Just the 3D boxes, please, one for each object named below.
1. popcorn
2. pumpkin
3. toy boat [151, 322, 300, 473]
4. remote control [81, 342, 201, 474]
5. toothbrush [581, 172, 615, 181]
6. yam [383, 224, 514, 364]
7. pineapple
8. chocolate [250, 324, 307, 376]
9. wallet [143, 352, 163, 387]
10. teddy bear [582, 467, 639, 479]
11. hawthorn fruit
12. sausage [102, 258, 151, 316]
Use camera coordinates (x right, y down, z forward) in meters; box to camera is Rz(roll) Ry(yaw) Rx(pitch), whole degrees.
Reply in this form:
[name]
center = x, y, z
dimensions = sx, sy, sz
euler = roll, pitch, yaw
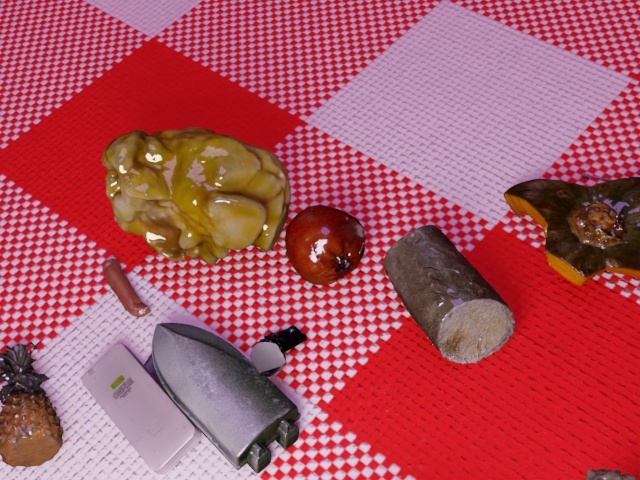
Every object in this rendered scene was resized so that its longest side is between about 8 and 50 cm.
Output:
[popcorn]
center = -0.224, -0.103, 1.787
dimensions = 0.334, 0.292, 0.293
euler = -4, 46, -1
[pumpkin]
center = 0.495, -0.019, 1.727
dimensions = 0.290, 0.095, 0.258
euler = -2, 47, 3
[toy boat]
center = -0.177, 0.245, 1.608
dimensions = 0.141, 0.092, 0.319
euler = -37, 64, -26
[remote control]
center = -0.311, 0.285, 1.636
dimensions = 0.103, 0.034, 0.250
euler = -45, 58, -8
[toothbrush]
center = 0.556, -0.117, 1.852
dimensions = 0.097, 0.006, 0.008
euler = 14, 56, 19
[yam]
center = 0.212, 0.085, 1.658
dimensions = 0.154, 0.154, 0.254
euler = -26, 55, -12
[pineapple]
center = -0.518, 0.273, 1.645
dimensions = 0.125, 0.125, 0.251
euler = -20, 45, -8
[chocolate]
center = -0.074, 0.188, 1.644
dimensions = 0.072, 0.147, 0.070
euler = 12, 96, 13
[wallet]
center = -0.239, 0.235, 1.686
dimensions = 0.157, 0.018, 0.082
euler = 19, 57, 21
[teddy bear]
center = 0.478, 0.511, 1.237
dimensions = 0.358, 0.224, 0.367
euler = 7, 54, 32
[hawthorn fruit]
center = 0.000, 0.000, 1.763
dimensions = 0.148, 0.148, 0.172
euler = -32, 45, -16
[sausage]
center = -0.372, 0.093, 1.809
dimensions = 0.042, 0.036, 0.158
euler = -52, 54, 12
